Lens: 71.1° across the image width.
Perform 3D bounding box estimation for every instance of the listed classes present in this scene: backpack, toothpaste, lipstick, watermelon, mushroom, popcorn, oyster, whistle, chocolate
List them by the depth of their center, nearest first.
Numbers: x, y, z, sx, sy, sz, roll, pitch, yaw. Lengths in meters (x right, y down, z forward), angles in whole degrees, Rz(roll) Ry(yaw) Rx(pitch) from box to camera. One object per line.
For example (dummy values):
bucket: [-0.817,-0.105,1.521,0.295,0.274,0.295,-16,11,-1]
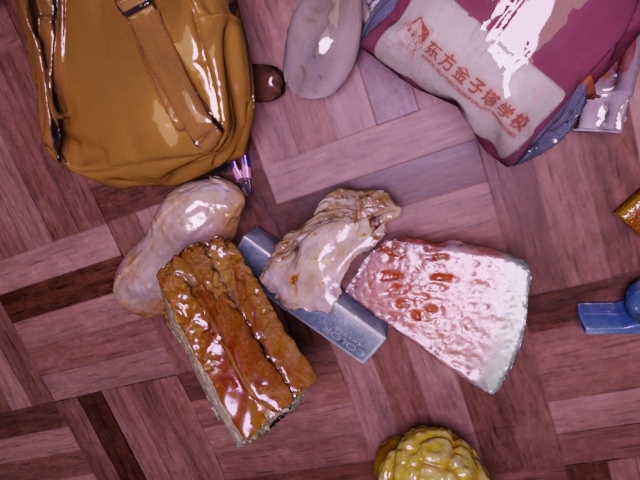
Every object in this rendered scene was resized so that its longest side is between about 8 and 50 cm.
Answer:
backpack: [0.236,-0.285,0.517,0.283,0.197,0.317,39,121,1]
toothpaste: [0.378,-0.300,0.560,0.100,0.066,0.323,8,104,12]
mushroom: [0.010,-0.310,0.608,0.116,0.093,0.225,32,130,17]
backpack: [-0.245,-0.264,0.632,0.354,0.201,0.378,2,109,13]
whistle: [0.466,0.092,0.646,0.158,0.090,0.090,-3,106,14]
watermelon: [0.173,0.087,0.682,0.257,0.140,0.192,21,90,11]
oyster: [0.010,0.002,0.682,0.233,0.161,0.107,-41,53,-9]
chocolate: [-0.244,0.014,0.754,0.134,0.134,0.309,45,111,-3]
lipstick: [-0.017,0.092,0.756,0.290,0.076,0.077,37,109,0]
popcorn: [0.192,0.446,0.766,0.206,0.251,0.237,-25,65,-4]

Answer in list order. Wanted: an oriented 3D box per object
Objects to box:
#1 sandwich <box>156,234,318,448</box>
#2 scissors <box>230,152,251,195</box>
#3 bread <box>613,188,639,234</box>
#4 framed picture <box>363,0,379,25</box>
sandwich: [-0.138,0.178,0.709,0.262,0.131,0.325,54,154,16]
scissors: [-0.135,-0.129,0.748,0.039,0.012,0.113,-8,105,15]
bread: [0.484,-0.042,0.627,0.090,0.035,0.094,40,111,-1]
framed picture: [0.141,-0.472,0.579,0.335,0.022,0.247,-32,97,20]
